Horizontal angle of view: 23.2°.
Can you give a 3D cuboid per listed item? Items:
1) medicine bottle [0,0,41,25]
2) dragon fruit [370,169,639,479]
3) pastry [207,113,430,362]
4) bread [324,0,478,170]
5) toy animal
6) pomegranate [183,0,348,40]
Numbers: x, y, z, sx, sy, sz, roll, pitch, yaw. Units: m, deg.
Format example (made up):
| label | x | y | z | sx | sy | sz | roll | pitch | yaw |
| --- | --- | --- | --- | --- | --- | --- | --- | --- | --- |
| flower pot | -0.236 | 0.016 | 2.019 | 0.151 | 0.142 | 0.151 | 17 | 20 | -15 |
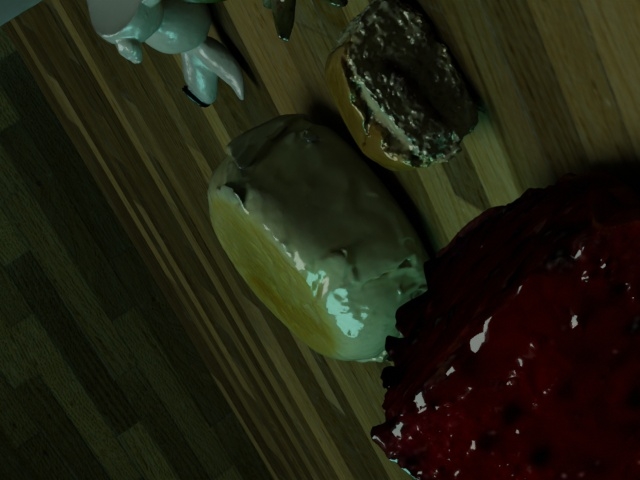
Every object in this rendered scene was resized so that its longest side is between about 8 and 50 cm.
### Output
| label | x | y | z | sx | sy | sz | roll | pitch | yaw |
| --- | --- | --- | --- | --- | --- | --- | --- | --- | --- |
| medicine bottle | -0.357 | -0.412 | 1.517 | 0.236 | 0.236 | 0.406 | 35 | 156 | 58 |
| dragon fruit | 0.230 | 0.087 | 0.999 | 0.329 | 0.228 | 0.286 | 36 | -159 | -4 |
| pastry | 0.001 | 0.002 | 1.502 | 0.265 | 0.133 | 0.265 | 50 | 166 | 17 |
| bread | 0.052 | -0.107 | 1.147 | 0.125 | 0.082 | 0.106 | 53 | 161 | -3 |
| toy animal | -0.161 | -0.214 | 1.608 | 0.131 | 0.127 | 0.182 | 2 | 175 | 37 |
| pomegranate | -0.063 | -0.237 | 1.081 | 0.181 | 0.181 | 0.224 | 44 | -175 | 41 |
